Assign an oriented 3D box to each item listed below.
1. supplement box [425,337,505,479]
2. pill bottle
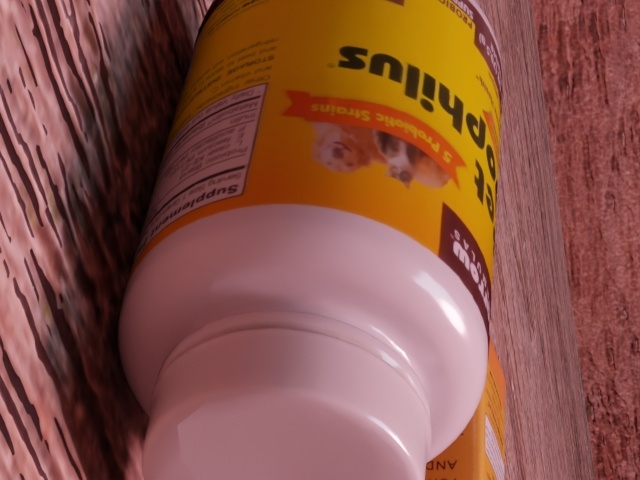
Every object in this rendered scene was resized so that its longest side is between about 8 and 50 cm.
[{"bbox_3d":[0.049,0.152,0.843,0.080,0.078,0.233,67,22,-55],"label":"supplement box"},{"bbox_3d":[0.000,0.000,0.575,0.215,0.117,0.117,-81,162,-47],"label":"pill bottle"}]
